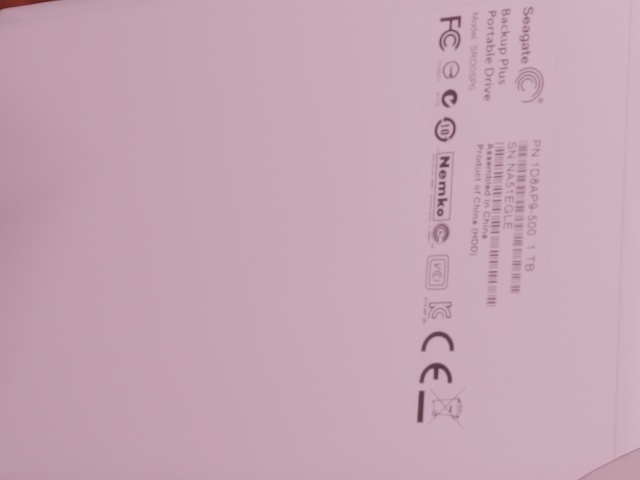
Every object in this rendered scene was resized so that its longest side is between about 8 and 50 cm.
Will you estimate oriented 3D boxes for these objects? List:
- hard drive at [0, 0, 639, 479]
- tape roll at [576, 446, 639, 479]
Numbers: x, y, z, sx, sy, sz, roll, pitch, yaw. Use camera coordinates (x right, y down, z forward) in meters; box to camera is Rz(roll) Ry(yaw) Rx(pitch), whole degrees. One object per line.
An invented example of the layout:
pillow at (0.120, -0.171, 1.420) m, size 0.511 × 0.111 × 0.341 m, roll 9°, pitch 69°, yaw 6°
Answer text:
hard drive at (0.000, 0.000, 0.775) m, size 0.353 × 0.047 × 0.233 m, roll -3°, pitch 77°, yaw 32°
tape roll at (0.111, 0.190, 0.482) m, size 0.286 × 0.100 × 0.286 m, roll -37°, pitch 36°, yaw 33°
